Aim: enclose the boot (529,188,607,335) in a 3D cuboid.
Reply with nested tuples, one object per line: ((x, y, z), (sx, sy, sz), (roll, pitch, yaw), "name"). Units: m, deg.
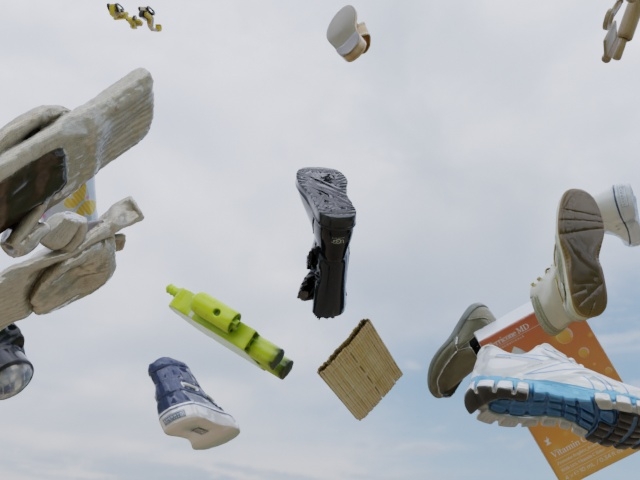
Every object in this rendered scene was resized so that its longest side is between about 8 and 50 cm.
((0.396, 0.038, 1.191), (0.077, 0.213, 0.165), (3, -20, -4), "boot")

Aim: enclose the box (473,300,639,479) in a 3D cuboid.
((0.507, 0.302, 1.550), (0.215, 0.345, 0.168), (-31, -5, 7), "box")

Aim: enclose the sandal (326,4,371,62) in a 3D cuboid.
((0.075, -0.434, 1.608), (0.088, 0.240, 0.079), (-38, -59, 20), "sandal")

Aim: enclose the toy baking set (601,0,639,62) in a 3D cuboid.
((0.536, -0.435, 1.252), (0.030, 0.256, 0.197), (20, -5, 27), "toy baking set")

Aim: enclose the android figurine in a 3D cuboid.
((-0.177, 0.165, 1.373), (0.273, 0.056, 0.248), (29, -15, 22), "android figurine")

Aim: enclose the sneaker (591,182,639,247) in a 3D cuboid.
((0.566, -0.048, 1.415), (0.091, 0.094, 0.258), (-10, -23, 25), "sneaker")

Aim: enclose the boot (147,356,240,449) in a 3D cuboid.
((-0.158, 0.208, 0.931), (0.069, 0.086, 0.190), (-24, -27, -2), "boot")

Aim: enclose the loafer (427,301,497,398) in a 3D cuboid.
((0.337, 0.268, 1.719), (0.094, 0.251, 0.087), (22, 7, -37), "loafer")

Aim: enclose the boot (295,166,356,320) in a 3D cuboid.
((0.000, 0.000, 1.305), (0.094, 0.246, 0.207), (1, -62, -13), "boot")

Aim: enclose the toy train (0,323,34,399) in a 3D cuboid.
((-0.454, 0.073, 0.783), (0.190, 0.334, 0.142), (-25, -39, -43), "toy train")

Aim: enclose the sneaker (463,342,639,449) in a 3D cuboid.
((0.232, 0.133, 0.676), (0.190, 0.083, 0.071), (11, -48, 8), "sneaker")

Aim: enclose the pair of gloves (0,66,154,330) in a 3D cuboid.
((-0.214, -0.008, 0.587), (0.042, 0.204, 0.240), (39, -44, 13), "pair of gloves")

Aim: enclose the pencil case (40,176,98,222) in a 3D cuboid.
((-0.481, -0.080, 1.377), (0.124, 0.273, 0.113), (14, 21, 41), "pencil case")

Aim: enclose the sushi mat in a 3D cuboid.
((0.091, 0.285, 1.571), (0.019, 0.151, 0.316), (37, -13, 34), "sushi mat")

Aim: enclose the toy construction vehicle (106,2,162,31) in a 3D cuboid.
((-0.387, -0.461, 1.525), (0.086, 0.035, 0.098), (1, -7, 12), "toy construction vehicle")
